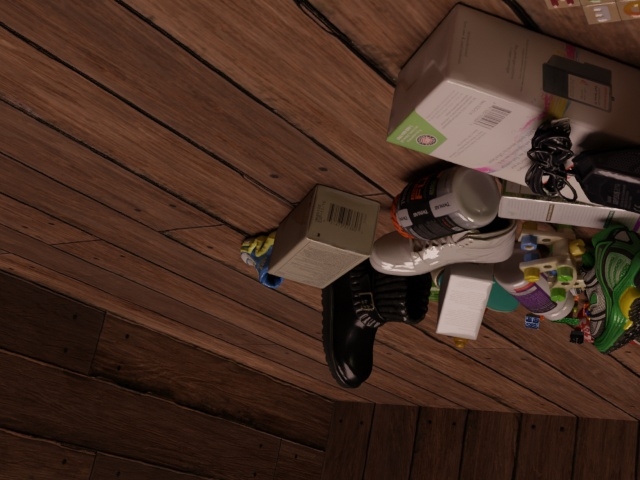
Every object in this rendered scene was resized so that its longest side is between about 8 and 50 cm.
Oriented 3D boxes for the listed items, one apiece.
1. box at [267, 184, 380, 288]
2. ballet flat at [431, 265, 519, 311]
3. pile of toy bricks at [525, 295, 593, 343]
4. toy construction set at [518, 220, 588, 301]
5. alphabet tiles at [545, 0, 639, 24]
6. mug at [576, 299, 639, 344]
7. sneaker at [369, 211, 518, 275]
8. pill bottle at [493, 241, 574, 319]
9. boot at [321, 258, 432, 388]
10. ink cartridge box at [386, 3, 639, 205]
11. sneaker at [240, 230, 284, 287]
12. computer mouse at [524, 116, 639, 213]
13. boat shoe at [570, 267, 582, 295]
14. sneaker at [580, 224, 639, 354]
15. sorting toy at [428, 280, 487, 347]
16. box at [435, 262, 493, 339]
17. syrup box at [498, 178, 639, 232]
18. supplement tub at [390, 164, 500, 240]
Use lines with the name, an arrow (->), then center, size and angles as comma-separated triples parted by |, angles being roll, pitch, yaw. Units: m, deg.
box -> 0.000, 0.000, 1.884 | 0.148, 0.121, 0.311 | 16, 161, -15
ballet flat -> 0.355, 0.096, 2.052 | 0.248, 0.086, 0.086 | 23, 158, -26
pile of toy bricks -> 0.570, 0.157, 2.042 | 0.212, 0.105, 0.118 | 7, 121, 17
toy construction set -> 0.553, 0.045, 1.682 | 0.328, 0.151, 0.215 | 8, 156, 30
alphabet tiles -> 0.354, -0.303, 0.968 | 0.237, 0.009, 0.198 | 0, 159, 29
mug -> 0.688, 0.175, 2.073 | 0.113, 0.150, 0.169 | -21, -178, -28
sneaker -> 0.236, -0.013, 1.717 | 0.293, 0.108, 0.169 | -8, 157, 2
pill bottle -> 0.459, 0.092, 1.875 | 0.108, 0.108, 0.193 | -7, 146, 43
boot -> 0.136, 0.191, 2.074 | 0.260, 0.347, 0.131 | 0, -168, 37
ink cartridge box -> 0.295, -0.172, 1.213 | 0.354, 0.119, 0.207 | 16, 160, -13
sneaker -> -0.139, 0.056, 2.121 | 0.091, 0.126, 0.240 | 19, 160, -20
computer mouse -> 0.403, -0.089, 1.123 | 0.272, 0.072, 0.188 | 18, 164, 16
boat shoe -> 0.564, 0.085, 1.925 | 0.040, 0.049, 0.142 | 3, 158, 22
sneaker -> 0.517, 0.081, 1.515 | 0.134, 0.146, 0.343 | -29, 151, -10
sorting toy -> 0.293, 0.178, 2.233 | 0.127, 0.126, 0.365 | -6, 156, 42
box -> 0.309, 0.104, 1.892 | 0.091, 0.130, 0.170 | 10, 129, 3
syrup box -> 0.417, -0.082, 1.445 | 0.237, 0.093, 0.096 | 7, 161, 11
supplement tub -> 0.217, -0.064, 1.579 | 0.117, 0.117, 0.190 | 22, 158, -28
